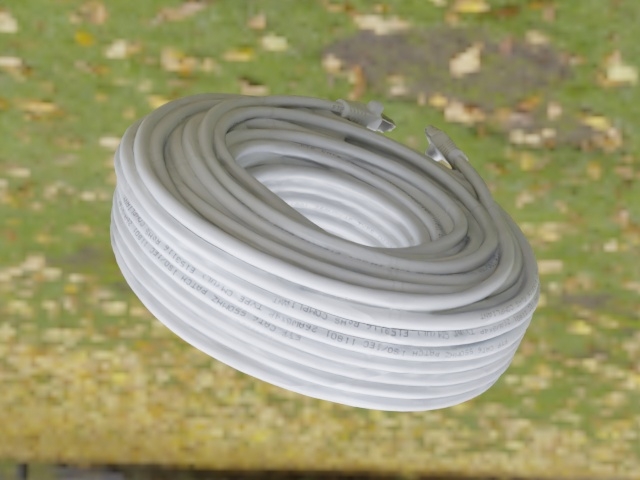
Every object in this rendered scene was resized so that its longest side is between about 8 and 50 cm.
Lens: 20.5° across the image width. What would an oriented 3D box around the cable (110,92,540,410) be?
[{"bbox_3d":[0.000,0.000,1.022,0.257,0.089,0.257,7,-152,-29],"label":"cable"}]
